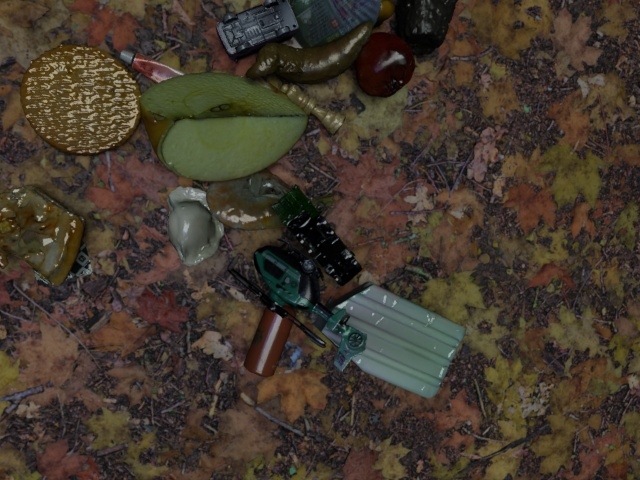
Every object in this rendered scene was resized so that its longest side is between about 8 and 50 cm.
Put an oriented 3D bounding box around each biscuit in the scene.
[{"bbox_3d":[-0.535,-0.314,1.007,0.254,0.035,0.254,-1,94,-12],"label":"biscuit"}]

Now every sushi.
[{"bbox_3d":[-0.603,0.035,1.024,0.126,0.026,0.120,-14,96,-10],"label":"sushi"}]

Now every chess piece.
[{"bbox_3d":[-0.022,-0.327,1.096,0.172,0.060,0.060,33,88,-9],"label":"chess piece"}]

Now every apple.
[{"bbox_3d":[-0.214,-0.262,0.999,0.346,0.179,0.254,-11,98,-24],"label":"apple"}]

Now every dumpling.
[{"bbox_3d":[-0.292,-0.034,1.046,0.127,0.108,0.188,-5,81,-36],"label":"dumpling"}]

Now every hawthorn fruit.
[{"bbox_3d":[0.149,-0.436,1.088,0.148,0.148,0.172,-16,68,-9],"label":"hawthorn fruit"}]

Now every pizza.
[{"bbox_3d":[-0.663,-0.032,0.974,0.297,0.071,0.189,27,87,2],"label":"pizza"}]

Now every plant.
[{"bbox_3d":[0.254,-0.571,1.089,0.142,0.131,0.203,14,93,-13],"label":"plant"}]

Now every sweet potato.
[{"bbox_3d":[-0.027,-0.422,1.052,0.310,0.124,0.098,-14,77,-5],"label":"sweet potato"}]

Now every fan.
[{"bbox_3d":[0.025,-0.569,1.006,0.223,0.012,0.294,6,129,16],"label":"fan"}]

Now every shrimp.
[{"bbox_3d":[-0.114,-0.108,1.082,0.317,0.077,0.168,-5,75,-22],"label":"shrimp"}]

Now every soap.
[{"bbox_3d":[0.169,0.240,1.142,0.347,0.115,0.208,25,88,-11],"label":"soap"}]

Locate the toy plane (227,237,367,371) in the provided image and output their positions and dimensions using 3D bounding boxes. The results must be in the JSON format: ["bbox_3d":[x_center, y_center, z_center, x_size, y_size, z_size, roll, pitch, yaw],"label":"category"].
[{"bbox_3d":[-0.045,0.124,1.028,0.382,0.106,0.155,36,83,17],"label":"toy plane"}]

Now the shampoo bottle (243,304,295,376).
[{"bbox_3d":[-0.112,0.208,1.105,0.085,0.085,0.244,20,87,-12],"label":"shampoo bottle"}]

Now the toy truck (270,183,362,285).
[{"bbox_3d":[0.000,0.000,1.050,0.088,0.121,0.259,-39,134,1],"label":"toy truck"}]

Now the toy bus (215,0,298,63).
[{"bbox_3d":[-0.148,-0.485,1.040,0.178,0.098,0.086,-26,100,-11],"label":"toy bus"}]

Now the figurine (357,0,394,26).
[{"bbox_3d":[0.101,-0.637,1.035,0.192,0.167,0.256,-15,100,16],"label":"figurine"}]

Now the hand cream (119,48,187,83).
[{"bbox_3d":[-0.357,-0.379,1.041,0.216,0.038,0.052,23,117,-15],"label":"hand cream"}]
